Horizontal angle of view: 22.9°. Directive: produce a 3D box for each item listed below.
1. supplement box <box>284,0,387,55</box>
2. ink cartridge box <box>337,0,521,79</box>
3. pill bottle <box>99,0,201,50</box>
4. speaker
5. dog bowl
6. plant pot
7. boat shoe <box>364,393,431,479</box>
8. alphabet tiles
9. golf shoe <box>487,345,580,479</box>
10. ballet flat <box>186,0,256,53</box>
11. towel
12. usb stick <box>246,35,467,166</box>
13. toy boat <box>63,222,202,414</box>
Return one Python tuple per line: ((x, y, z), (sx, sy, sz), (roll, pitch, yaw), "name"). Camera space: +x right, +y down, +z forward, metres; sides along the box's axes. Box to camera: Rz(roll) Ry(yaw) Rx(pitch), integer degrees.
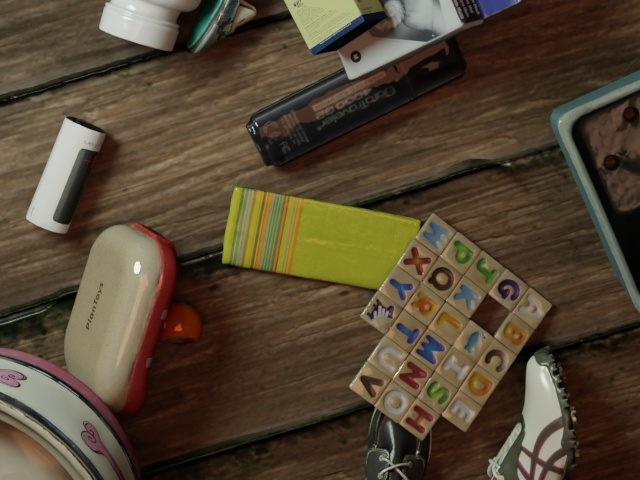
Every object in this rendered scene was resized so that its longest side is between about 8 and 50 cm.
((0.015, -0.270, 1.809), (0.083, 0.056, 0.083), (-30, 85, 33), "supplement box")
((0.090, -0.327, 1.821), (0.224, 0.045, 0.223), (-24, 87, 27), "ink cartridge box")
((-0.184, -0.339, 1.833), (0.124, 0.124, 0.221), (17, 100, -6), "pill bottle")
((-0.307, -0.080, 1.907), (0.055, 0.055, 0.136), (23, 98, -7), "speaker")
((-0.392, 0.305, 1.866), (0.408, 0.150, 0.408), (7, 117, 13), "dog bowl")
((0.407, -0.094, 1.842), (0.247, 0.252, 0.248), (-25, 100, 1), "plant pot")
((0.096, 0.293, 1.985), (0.084, 0.079, 0.233), (9, 98, -3), "boat shoe")
((0.148, 0.119, 1.958), (0.198, 0.009, 0.237), (37, 83, -13), "alphabet tiles")
((0.266, 0.271, 1.979), (0.120, 0.105, 0.273), (-4, 100, 5), "golf shoe")
((-0.094, -0.299, 1.878), (0.070, 0.070, 0.188), (25, 101, -7), "ballet flat")
((0.000, 0.000, 1.957), (0.237, 0.021, 0.102), (10, 105, -6), "towel")
((0.045, -0.177, 1.914), (0.278, 0.045, 0.077), (-27, 106, 2), "usb stick")
((-0.212, 0.101, 1.918), (0.151, 0.151, 0.231), (12, 101, -35), "toy boat")
